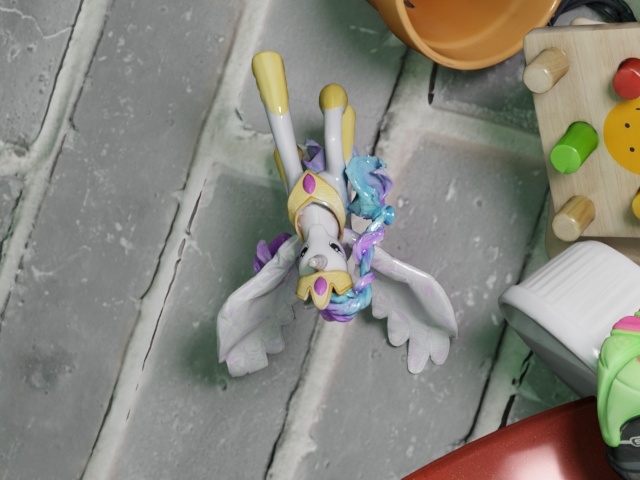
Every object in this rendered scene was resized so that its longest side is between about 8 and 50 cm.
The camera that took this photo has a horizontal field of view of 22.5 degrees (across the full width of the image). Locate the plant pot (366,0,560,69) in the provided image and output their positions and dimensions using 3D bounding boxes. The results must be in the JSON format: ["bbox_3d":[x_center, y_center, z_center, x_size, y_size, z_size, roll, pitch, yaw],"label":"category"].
[{"bbox_3d":[0.144,-0.375,1.978,0.203,0.291,0.290,30,93,47],"label":"plant pot"}]

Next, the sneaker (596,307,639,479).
[{"bbox_3d":[0.501,0.162,1.698,0.483,0.185,0.202,-2,118,-16],"label":"sneaker"}]

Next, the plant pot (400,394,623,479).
[{"bbox_3d":[0.279,0.328,1.836,0.236,0.267,0.267,-36,71,1],"label":"plant pot"}]

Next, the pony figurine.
[{"bbox_3d":[0.000,0.000,1.960,0.303,0.351,0.363,-9,56,2],"label":"pony figurine"}]

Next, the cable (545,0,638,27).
[{"bbox_3d":[0.332,-0.234,2.010,0.150,0.047,0.184,-40,67,19],"label":"cable"}]

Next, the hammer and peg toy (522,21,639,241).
[{"bbox_3d":[0.351,-0.165,1.732,0.266,0.127,0.361,2,118,32],"label":"hammer and peg toy"}]

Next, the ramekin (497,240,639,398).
[{"bbox_3d":[0.341,0.116,1.837,0.127,0.273,0.273,-46,69,-4],"label":"ramekin"}]

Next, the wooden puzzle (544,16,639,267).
[{"bbox_3d":[0.440,-0.084,1.865,0.348,0.080,0.322,17,122,25],"label":"wooden puzzle"}]
